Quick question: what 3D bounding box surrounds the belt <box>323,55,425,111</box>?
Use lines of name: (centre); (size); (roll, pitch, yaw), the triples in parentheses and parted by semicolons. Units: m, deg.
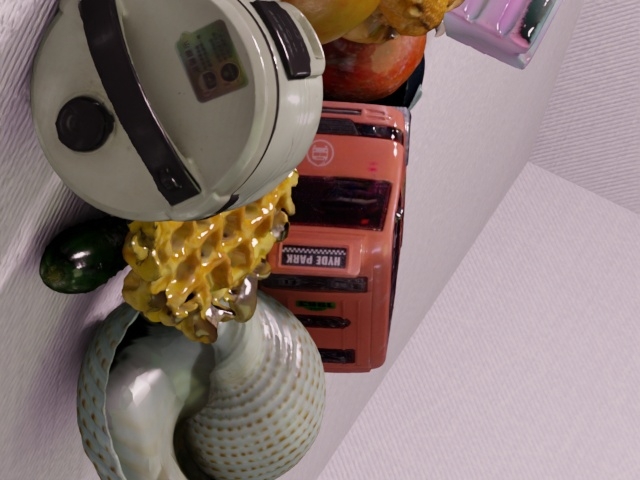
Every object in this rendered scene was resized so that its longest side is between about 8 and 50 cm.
belt: (0.048, -0.196, 2.325); (0.078, 0.151, 0.198); (-46, 161, -56)

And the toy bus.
toy bus: (0.000, 0.000, 2.266); (0.427, 0.203, 0.233); (87, 6, -67)

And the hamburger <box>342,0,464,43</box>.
hamburger: (0.081, -0.353, 1.989); (0.290, 0.170, 0.314); (-38, 130, -54)

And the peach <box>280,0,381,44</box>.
peach: (-0.029, -0.270, 1.798); (0.197, 0.197, 0.197); (-59, 167, -22)

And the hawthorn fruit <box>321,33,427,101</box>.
hawthorn fruit: (0.036, -0.236, 2.167); (0.173, 0.173, 0.173); (-59, 167, -22)

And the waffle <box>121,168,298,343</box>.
waffle: (-0.112, -0.051, 1.879); (0.329, 0.062, 0.329); (-35, 132, -51)

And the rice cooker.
rice cooker: (-0.119, -0.128, 1.607); (0.226, 0.226, 0.244); (-66, 164, 13)

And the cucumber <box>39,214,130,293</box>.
cucumber: (-0.215, 0.009, 1.854); (0.069, 0.069, 0.227); (-66, 171, 15)

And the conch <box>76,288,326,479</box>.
conch: (-0.153, 0.160, 2.083); (0.303, 0.215, 0.319); (-46, 122, -28)

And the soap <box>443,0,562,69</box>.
soap: (0.283, -0.433, 2.725); (0.324, 0.193, 0.109); (-62, 170, -9)
